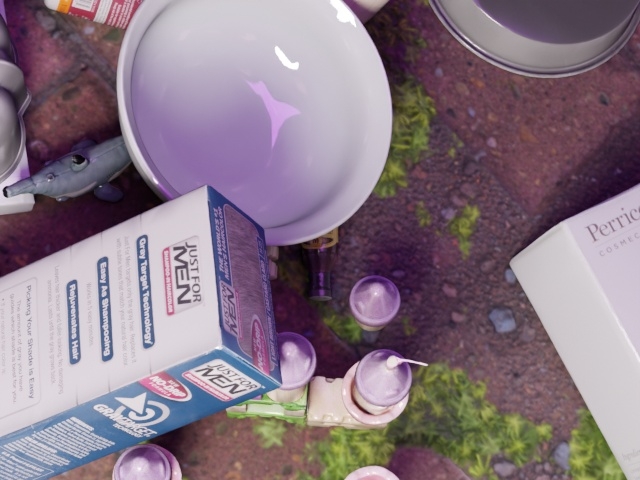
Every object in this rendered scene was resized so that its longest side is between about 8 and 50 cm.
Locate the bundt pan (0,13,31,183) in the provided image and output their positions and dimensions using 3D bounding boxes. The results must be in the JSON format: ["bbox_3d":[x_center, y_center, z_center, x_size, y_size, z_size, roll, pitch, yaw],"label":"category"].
[{"bbox_3d":[-0.444,-0.153,1.669,0.331,0.124,0.330,4,74,-13],"label":"bundt pan"}]

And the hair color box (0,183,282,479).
[{"bbox_3d":[-0.212,0.101,1.560,0.347,0.105,0.173,-23,55,23],"label":"hair color box"}]

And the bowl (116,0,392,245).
[{"bbox_3d":[-0.087,-0.129,1.740,0.298,0.134,0.297,6,76,-25],"label":"bowl"}]

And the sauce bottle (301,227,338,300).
[{"bbox_3d":[0.000,0.000,1.832,0.042,0.042,0.128,1,76,-15],"label":"sauce bottle"}]

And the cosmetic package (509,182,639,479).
[{"bbox_3d":[0.426,0.154,1.841,0.230,0.161,0.453,-26,82,-20],"label":"cosmetic package"}]

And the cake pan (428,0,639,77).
[{"bbox_3d":[0.256,-0.334,1.991,0.293,0.054,0.293,4,74,-14],"label":"cake pan"}]

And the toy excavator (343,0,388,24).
[{"bbox_3d":[-0.110,-0.469,1.827,0.445,0.222,0.433,27,33,-33],"label":"toy excavator"}]

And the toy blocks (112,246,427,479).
[{"bbox_3d":[-0.050,0.116,1.643,0.289,0.260,0.308,5,73,0],"label":"toy blocks"}]

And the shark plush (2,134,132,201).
[{"bbox_3d":[-0.257,-0.079,1.752,0.161,0.067,0.073,-7,72,-36],"label":"shark plush"}]

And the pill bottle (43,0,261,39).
[{"bbox_3d":[-0.173,-0.276,1.820,0.221,0.121,0.121,15,71,-13],"label":"pill bottle"}]

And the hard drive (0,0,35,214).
[{"bbox_3d":[-0.419,-0.170,1.768,0.203,0.040,0.307,-7,77,-17],"label":"hard drive"}]
